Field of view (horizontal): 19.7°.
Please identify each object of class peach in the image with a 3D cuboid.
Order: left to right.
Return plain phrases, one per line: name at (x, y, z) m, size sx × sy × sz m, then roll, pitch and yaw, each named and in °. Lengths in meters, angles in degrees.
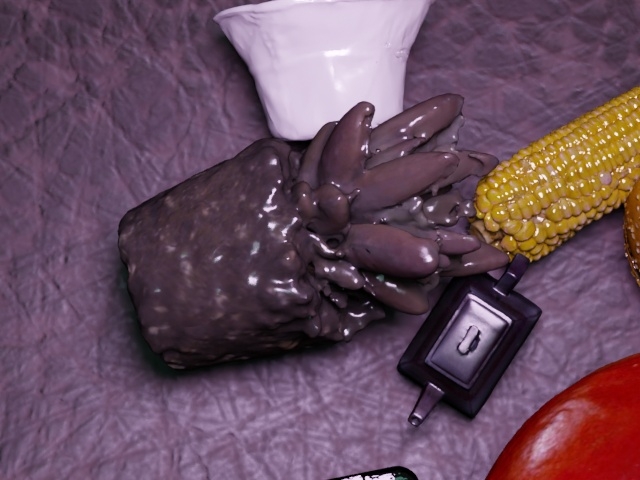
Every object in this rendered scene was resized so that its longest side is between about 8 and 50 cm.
peach at (0.286, 0.232, 1.519) m, size 0.338 × 0.281 × 0.281 m, roll -33°, pitch 79°, yaw -9°

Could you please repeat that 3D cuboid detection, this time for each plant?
plant at (0.000, 0.000, 1.585) m, size 0.321 × 0.194 × 0.181 m, roll -17°, pitch 72°, yaw 13°

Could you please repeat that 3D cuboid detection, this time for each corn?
corn at (0.265, -0.074, 1.678) m, size 0.292 × 0.101 × 0.101 m, roll -27°, pitch 79°, yaw -11°

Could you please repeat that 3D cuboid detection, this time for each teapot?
teapot at (0.130, 0.087, 1.617) m, size 0.087 × 0.096 × 0.177 m, roll 34°, pitch 91°, yaw 6°

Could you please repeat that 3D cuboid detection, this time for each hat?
hat at (0.011, -0.155, 1.661) m, size 0.203 × 0.203 × 0.126 m, roll -7°, pitch 92°, yaw -4°

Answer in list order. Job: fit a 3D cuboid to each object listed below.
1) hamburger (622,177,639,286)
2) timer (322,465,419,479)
hamburger at (0.350, 0.008, 1.603) m, size 0.118 × 0.191 × 0.181 m, roll -37°, pitch 116°, yaw -20°
timer at (0.005, 0.281, 1.603) m, size 0.187 × 0.055 × 0.144 m, roll -10°, pitch 79°, yaw -8°
